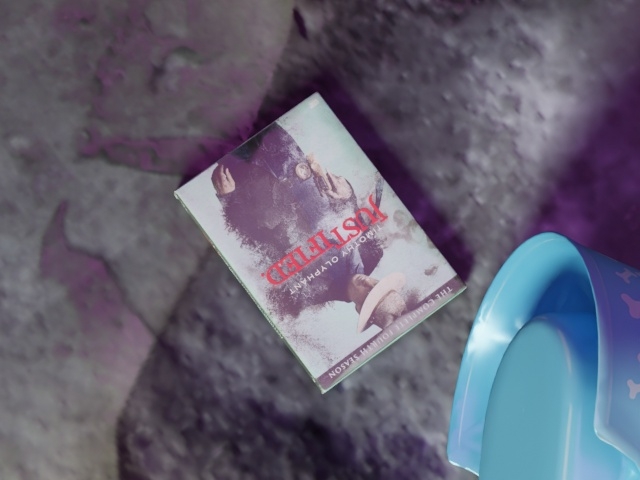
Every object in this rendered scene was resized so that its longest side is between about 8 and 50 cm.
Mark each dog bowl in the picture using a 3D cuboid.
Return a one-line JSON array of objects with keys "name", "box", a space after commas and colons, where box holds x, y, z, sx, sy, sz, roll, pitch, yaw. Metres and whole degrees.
[{"name": "dog bowl", "box": [0.110, 0.148, 0.800, 0.074, 0.166, 0.297, 11, 77, -15]}]

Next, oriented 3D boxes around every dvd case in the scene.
[{"name": "dvd case", "box": [0.000, 0.000, 0.891, 0.087, 0.013, 0.119, -35, 84, -11]}]
